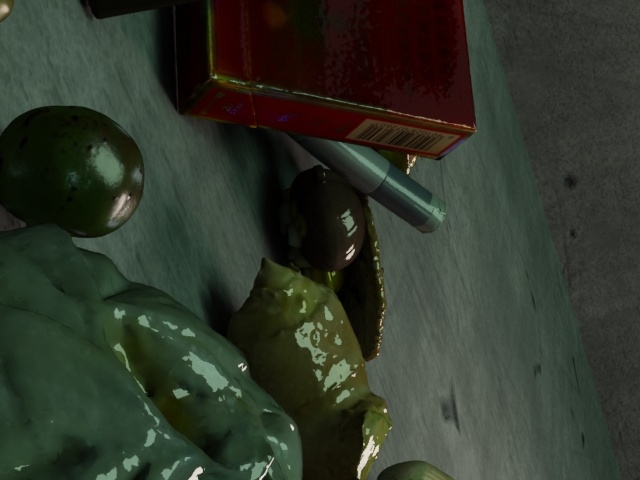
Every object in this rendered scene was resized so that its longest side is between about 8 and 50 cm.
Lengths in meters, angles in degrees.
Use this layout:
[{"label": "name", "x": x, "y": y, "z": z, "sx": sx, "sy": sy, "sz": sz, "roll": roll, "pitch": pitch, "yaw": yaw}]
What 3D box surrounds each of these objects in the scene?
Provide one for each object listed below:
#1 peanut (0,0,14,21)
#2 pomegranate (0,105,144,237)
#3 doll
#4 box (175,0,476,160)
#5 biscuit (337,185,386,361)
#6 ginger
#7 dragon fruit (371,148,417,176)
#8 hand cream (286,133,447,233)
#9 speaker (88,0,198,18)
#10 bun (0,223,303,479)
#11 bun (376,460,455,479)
[{"label": "peanut", "x": -0.247, "y": -0.215, "z": 1.045, "sx": 0.253, "sy": 0.122, "sz": 0.137, "roll": -80, "pitch": 162, "yaw": -45}, {"label": "pomegranate", "x": -0.193, "y": -0.032, "z": 1.136, "sx": 0.114, "sy": 0.114, "sz": 0.142, "roll": 38, "pitch": 67, "yaw": -65}, {"label": "doll", "x": 0.002, "y": 0.005, "z": 1.757, "sx": 0.145, "sy": 0.096, "sz": 0.188, "roll": -147, "pitch": -128, "yaw": -78}, {"label": "box", "x": 0.005, "y": -0.209, "z": 1.612, "sx": 0.313, "sy": 0.089, "sz": 0.197, "roll": 9, "pitch": 66, "yaw": -27}, {"label": "biscuit", "x": 0.046, "y": 0.039, "z": 1.855, "sx": 0.220, "sy": 0.033, "sz": 0.219, "roll": 175, "pitch": -90, "yaw": -80}, {"label": "ginger", "x": -0.013, "y": 0.144, "z": 1.549, "sx": 0.138, "sy": 0.152, "sz": 0.267, "roll": -31, "pitch": 92, "yaw": -45}, {"label": "dragon fruit", "x": 0.055, "y": -0.215, "z": 1.853, "sx": 0.231, "sy": 0.237, "sz": 0.302, "roll": -58, "pitch": 138, "yaw": -46}, {"label": "hand cream", "x": 0.036, "y": -0.092, "z": 1.776, "sx": 0.255, "sy": 0.079, "sz": 0.048, "roll": 33, "pitch": 75, "yaw": -16}, {"label": "speaker", "x": -0.144, "y": -0.337, "z": 1.352, "sx": 0.153, "sy": 0.193, "sz": 0.231, "roll": -78, "pitch": 156, "yaw": -56}, {"label": "bun", "x": -0.131, "y": 0.135, "z": 0.913, "sx": 0.354, "sy": 0.194, "sz": 0.354, "roll": 41, "pitch": 24, "yaw": -23}, {"label": "bun", "x": 0.113, "y": 0.362, "z": 1.845, "sx": 0.193, "sy": 0.128, "sz": 0.178, "roll": 51, "pitch": 30, "yaw": -35}]
